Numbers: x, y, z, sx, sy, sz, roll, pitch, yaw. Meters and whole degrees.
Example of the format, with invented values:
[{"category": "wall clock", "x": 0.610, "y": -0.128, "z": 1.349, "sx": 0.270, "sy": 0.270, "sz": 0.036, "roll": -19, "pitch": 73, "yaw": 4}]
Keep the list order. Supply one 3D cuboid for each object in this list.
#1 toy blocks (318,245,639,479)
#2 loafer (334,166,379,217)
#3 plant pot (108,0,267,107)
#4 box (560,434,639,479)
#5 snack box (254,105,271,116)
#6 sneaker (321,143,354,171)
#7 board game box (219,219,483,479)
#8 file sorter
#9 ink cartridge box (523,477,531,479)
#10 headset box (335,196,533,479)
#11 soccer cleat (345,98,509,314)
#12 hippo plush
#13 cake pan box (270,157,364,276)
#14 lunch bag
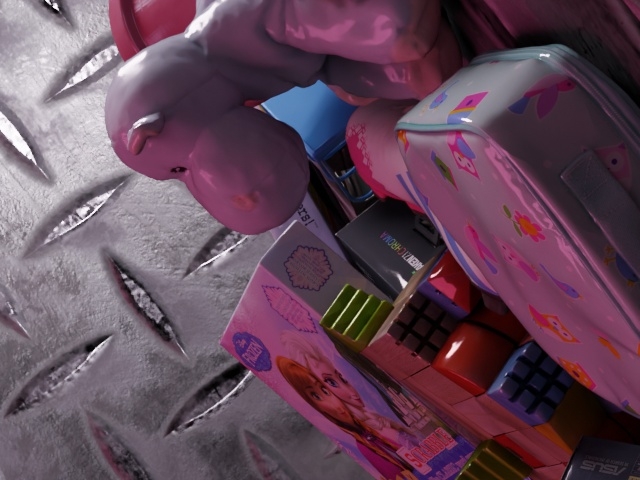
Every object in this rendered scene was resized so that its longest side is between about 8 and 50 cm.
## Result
[{"category": "toy blocks", "x": 0.196, "y": 0.128, "z": 1.399, "sx": 0.381, "sy": 0.191, "sz": 0.261, "roll": 36, "pitch": 167, "yaw": 1}, {"category": "loafer", "x": 0.008, "y": -0.127, "z": 1.914, "sx": 0.267, "sy": 0.084, "sz": 0.096, "roll": 48, "pitch": 175, "yaw": 36}, {"category": "plant pot", "x": -0.079, "y": -0.231, "z": 1.460, "sx": 0.201, "sy": 0.201, "sz": 0.180, "roll": 52, "pitch": 160, "yaw": -3}, {"category": "box", "x": 0.324, "y": 0.242, "z": 1.255, "sx": 0.232, "sy": 0.059, "sz": 0.183, "roll": 6, "pitch": 144, "yaw": 38}, {"category": "snack box", "x": -0.079, "y": -0.170, "z": 1.745, "sx": 0.141, "sy": 0.037, "sz": 0.100, "roll": 44, "pitch": 160, "yaw": 41}, {"category": "sneaker", "x": -0.019, "y": -0.185, "z": 1.773, "sx": 0.227, "sy": 0.087, "sz": 0.130, "roll": 59, "pitch": 174, "yaw": -36}, {"category": "board game box", "x": 0.049, "y": 0.149, "z": 1.679, "sx": 0.318, "sy": 0.066, "sz": 0.319, "roll": 40, "pitch": 159, "yaw": 4}, {"category": "file sorter", "x": 0.015, "y": -0.137, "z": 1.611, "sx": 0.170, "sy": 0.118, "sz": 0.104, "roll": 47, "pitch": 176, "yaw": 42}, {"category": "ink cartridge box", "x": 0.288, "y": 0.339, "z": 1.929, "sx": 0.223, "sy": 0.129, "sz": 0.307, "roll": 45, "pitch": 151, "yaw": 48}, {"category": "headset box", "x": 0.166, "y": 0.081, "z": 1.707, "sx": 0.283, "sy": 0.131, "sz": 0.246, "roll": 55, "pitch": 175, "yaw": -30}, {"category": "soccer cleat", "x": 0.116, "y": -0.074, "z": 1.326, "sx": 0.331, "sy": 0.116, "sz": 0.143, "roll": -130, "pitch": 28, "yaw": -52}, {"category": "hippo plush", "x": -0.057, "y": -0.142, "z": 1.234, "sx": 0.294, "sy": 0.236, "sz": 0.234, "roll": 39, "pitch": 167, "yaw": -7}, {"category": "cake pan box", "x": 0.000, "y": 0.000, "z": 1.895, "sx": 0.267, "sy": 0.070, "sz": 0.246, "roll": 60, "pitch": -175, "yaw": 19}, {"category": "lunch bag", "x": 0.185, "y": 0.000, "z": 1.071, "sx": 0.279, "sy": 0.108, "sz": 0.224, "roll": 50, "pitch": 169, "yaw": -11}]
